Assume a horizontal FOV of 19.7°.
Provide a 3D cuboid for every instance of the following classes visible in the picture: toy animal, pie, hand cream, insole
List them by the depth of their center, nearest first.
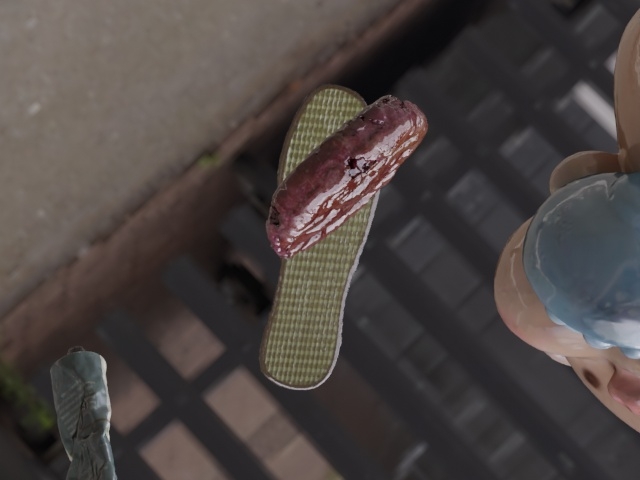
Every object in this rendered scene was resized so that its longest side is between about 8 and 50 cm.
[{"bbox_3d":[0.207,-0.011,0.921,0.221,0.210,0.229,-57,141,-9],"label":"toy animal"},{"bbox_3d":[0.015,-0.044,1.295,0.153,0.038,0.153,-41,172,-7],"label":"pie"},{"bbox_3d":[0.000,0.000,1.490,0.005,0.086,0.253,-121,-141,-78],"label":"insole"},{"bbox_3d":[-0.207,0.196,1.573,0.052,0.248,0.075,29,131,-36],"label":"hand cream"}]
